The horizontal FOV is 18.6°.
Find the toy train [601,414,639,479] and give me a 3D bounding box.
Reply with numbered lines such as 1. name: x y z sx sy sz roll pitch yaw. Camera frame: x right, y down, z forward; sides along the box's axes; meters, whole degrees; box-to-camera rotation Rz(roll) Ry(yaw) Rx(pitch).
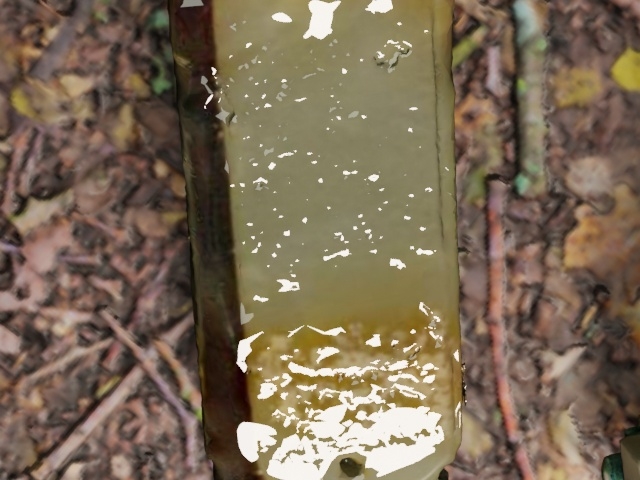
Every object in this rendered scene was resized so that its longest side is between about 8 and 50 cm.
1. toy train: 0.236 0.111 0.940 0.194 0.125 0.081 -9 99 0

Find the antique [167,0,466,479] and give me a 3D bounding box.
1. antique: 0.000 0.000 0.923 0.125 0.150 0.284 -4 104 -2
